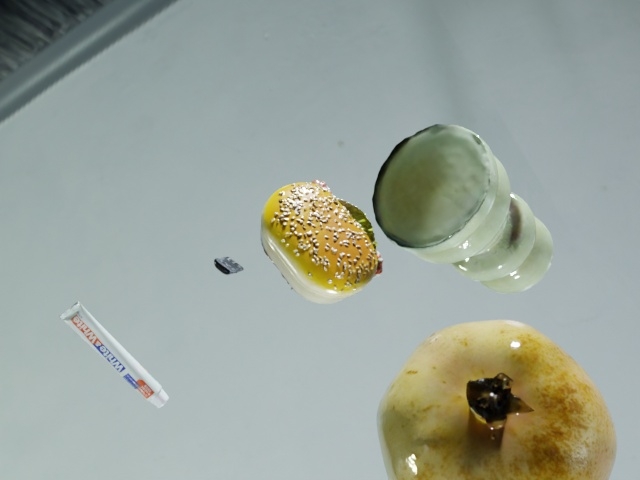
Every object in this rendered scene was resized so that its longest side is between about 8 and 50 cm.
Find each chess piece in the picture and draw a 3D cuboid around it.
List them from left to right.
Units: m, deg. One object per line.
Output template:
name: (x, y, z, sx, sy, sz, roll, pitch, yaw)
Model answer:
chess piece: (0.171, -0.014, 0.872, 0.133, 0.243, 0.133, -16, 61, 31)

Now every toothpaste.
toothpaste: (-0.328, 0.187, 1.306, 0.052, 0.033, 0.218, -36, 104, 27)

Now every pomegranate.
pomegranate: (0.223, 0.242, 1.052, 0.319, 0.319, 0.319, -7, 74, 24)

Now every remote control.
remote control: (-0.151, 0.043, 1.336, 0.039, 0.096, 0.014, 35, 96, 4)

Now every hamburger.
hamburger: (0.000, 0.000, 1.299, 0.210, 0.173, 0.116, 54, 136, 11)
